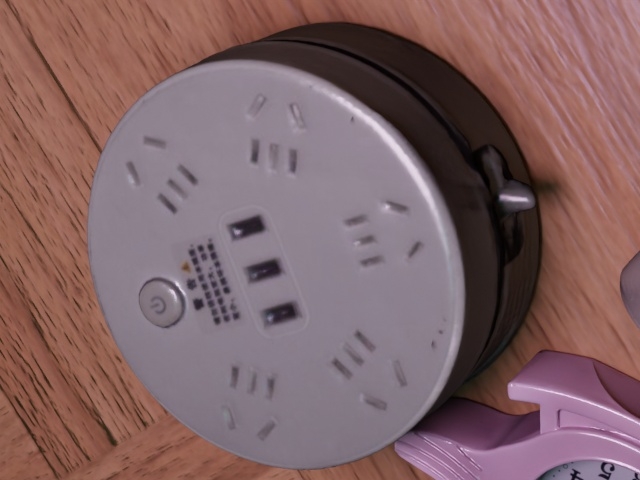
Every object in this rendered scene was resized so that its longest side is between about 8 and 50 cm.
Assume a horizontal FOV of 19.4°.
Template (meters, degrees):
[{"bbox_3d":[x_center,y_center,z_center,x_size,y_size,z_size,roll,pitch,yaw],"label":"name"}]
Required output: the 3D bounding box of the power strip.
[{"bbox_3d":[0.000,0.000,1.474,0.358,0.161,0.357,9,111,26],"label":"power strip"}]

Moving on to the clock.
[{"bbox_3d":[0.190,0.228,1.495,0.290,0.080,0.275,30,118,18],"label":"clock"}]

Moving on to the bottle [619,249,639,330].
[{"bbox_3d":[0.323,-0.015,1.322,0.110,0.110,0.233,44,121,9],"label":"bottle"}]
